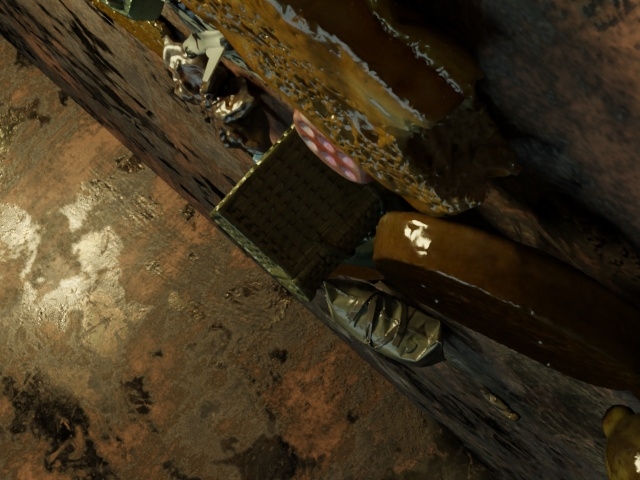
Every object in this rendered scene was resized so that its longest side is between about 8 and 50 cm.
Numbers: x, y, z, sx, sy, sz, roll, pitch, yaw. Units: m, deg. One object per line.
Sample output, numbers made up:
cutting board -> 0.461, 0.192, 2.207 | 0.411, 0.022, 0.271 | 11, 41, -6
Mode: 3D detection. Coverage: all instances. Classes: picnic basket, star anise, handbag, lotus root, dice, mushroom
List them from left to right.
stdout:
star anise -> -0.141, -0.196, 1.206 | 0.212, 0.073, 0.197 | 37, 167, 40
picnic basket -> -0.004, -0.048, 0.943 | 0.154, 0.196, 0.134 | 43, 170, -9
dice -> 0.036, -0.115, 0.792 | 0.093, 0.091, 0.094 | 39, 169, 16
handbag -> 0.120, 0.150, 1.558 | 0.270, 0.117, 0.182 | 29, 167, 10
mushroom -> 0.364, 0.335, 1.707 | 0.101, 0.019, 0.049 | 40, 170, 7
lotus root -> 0.396, 0.269, 0.948 | 0.214, 0.138, 0.138 | 42, 174, 49

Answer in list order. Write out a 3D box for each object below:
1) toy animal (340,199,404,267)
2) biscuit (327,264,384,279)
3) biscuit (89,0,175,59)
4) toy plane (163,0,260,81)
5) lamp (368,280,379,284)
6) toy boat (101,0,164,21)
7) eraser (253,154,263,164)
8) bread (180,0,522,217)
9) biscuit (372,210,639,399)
toy animal -> 0.053, -0.010, 1.148 | 0.251, 0.125, 0.127 | 60, -171, -79
biscuit -> 0.000, -0.003, 1.356 | 0.205, 0.049, 0.324 | 1, 161, 24
biscuit -> -0.302, -0.356, 1.276 | 0.237, 0.026, 0.131 | 40, 169, 14
toy plane -> -0.125, -0.239, 0.981 | 0.160, 0.082, 0.234 | 35, -171, -25
lamp -> 0.088, 0.060, 1.562 | 0.063, 0.031, 0.083 | 40, 174, 22
toy boat -> -0.269, -0.334, 1.024 | 0.085, 0.078, 0.260 | 1, -151, -37
eraser -> -0.030, -0.057, 1.468 | 0.144, 0.042, 0.312 | 40, 170, 18
bread -> 0.010, -0.168, 0.632 | 0.380, 0.109, 0.185 | 42, 166, -10
biscuit -> 0.217, 0.069, 0.868 | 0.350, 0.070, 0.394 | 26, 174, 7
